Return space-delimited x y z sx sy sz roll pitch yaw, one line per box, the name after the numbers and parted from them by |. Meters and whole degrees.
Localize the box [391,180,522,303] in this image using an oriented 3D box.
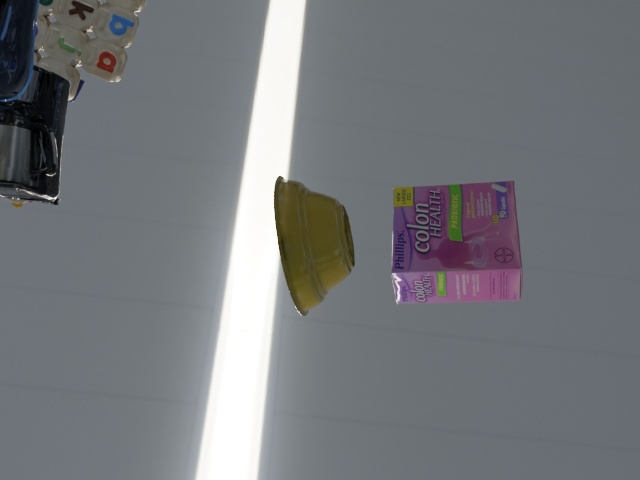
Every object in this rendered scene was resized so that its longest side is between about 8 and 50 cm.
0.268 0.003 1.564 0.243 0.117 0.213 -3 -126 12 | box

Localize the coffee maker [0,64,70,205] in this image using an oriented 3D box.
-0.425 -0.150 1.124 0.120 0.171 0.178 6 -95 -12 | coffee maker

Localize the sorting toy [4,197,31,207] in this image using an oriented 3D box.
-0.508 -0.083 1.371 0.083 0.075 0.044 -27 -85 -15 | sorting toy

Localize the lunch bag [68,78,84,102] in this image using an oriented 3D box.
-0.599 -0.357 1.844 0.098 0.065 0.067 8 -113 51 | lunch bag

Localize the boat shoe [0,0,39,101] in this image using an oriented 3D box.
-0.372 -0.286 0.900 0.109 0.258 0.089 4 -163 17 | boat shoe

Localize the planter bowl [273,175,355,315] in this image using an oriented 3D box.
0.000 0.000 1.193 0.091 0.217 0.217 -11 -136 8 | planter bowl

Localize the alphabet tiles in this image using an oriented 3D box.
-0.409 -0.373 1.234 0.278 0.284 0.021 22 -170 8 | alphabet tiles
